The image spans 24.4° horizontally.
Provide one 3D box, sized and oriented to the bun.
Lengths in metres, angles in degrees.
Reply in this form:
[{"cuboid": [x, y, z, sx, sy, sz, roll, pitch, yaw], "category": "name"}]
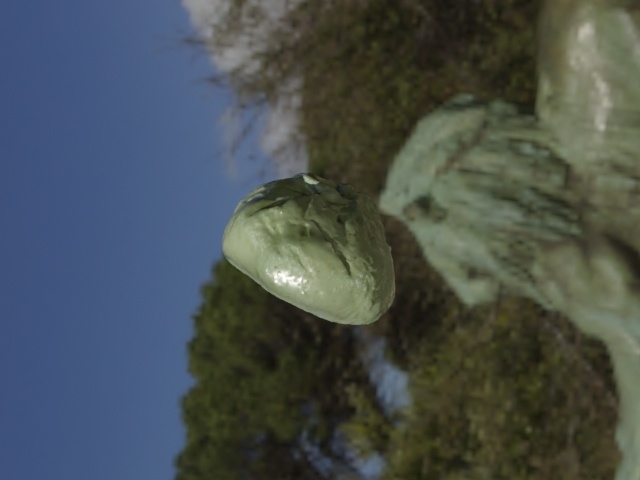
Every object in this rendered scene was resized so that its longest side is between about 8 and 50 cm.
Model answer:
[{"cuboid": [0.000, 0.000, 1.638, 0.204, 0.212, 0.126, -6, -56, -62], "category": "bun"}]
